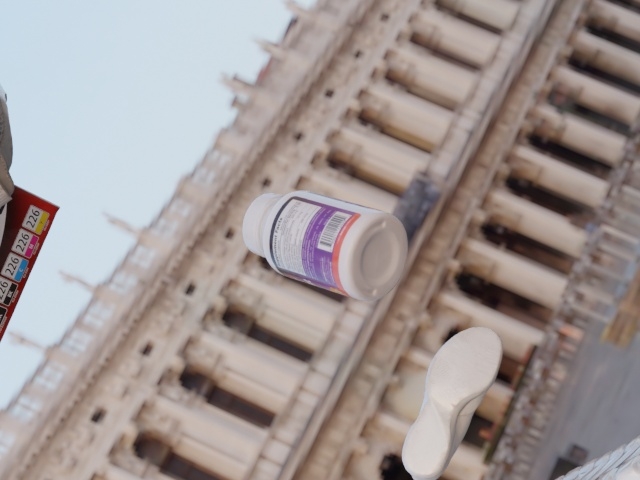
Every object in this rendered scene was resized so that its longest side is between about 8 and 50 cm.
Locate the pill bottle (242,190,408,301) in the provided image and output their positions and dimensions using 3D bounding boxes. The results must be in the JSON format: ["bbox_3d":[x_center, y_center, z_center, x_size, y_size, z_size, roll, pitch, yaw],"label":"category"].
[{"bbox_3d":[0.000,0.000,1.676,0.108,0.193,0.108,-17,-66,-42],"label":"pill bottle"}]

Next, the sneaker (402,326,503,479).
[{"bbox_3d":[0.165,0.210,1.779,0.212,0.080,0.094,-60,-21,-15],"label":"sneaker"}]

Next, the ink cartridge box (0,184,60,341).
[{"bbox_3d":[-0.537,0.037,1.842,0.130,0.272,0.309,8,74,53],"label":"ink cartridge box"}]

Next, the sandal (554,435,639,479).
[{"bbox_3d":[0.290,0.250,1.297,0.169,0.102,0.416,-28,-9,-48],"label":"sandal"}]

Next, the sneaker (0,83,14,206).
[{"bbox_3d":[-0.271,-0.105,0.947,0.105,0.281,0.115,-29,-55,-4],"label":"sneaker"}]
